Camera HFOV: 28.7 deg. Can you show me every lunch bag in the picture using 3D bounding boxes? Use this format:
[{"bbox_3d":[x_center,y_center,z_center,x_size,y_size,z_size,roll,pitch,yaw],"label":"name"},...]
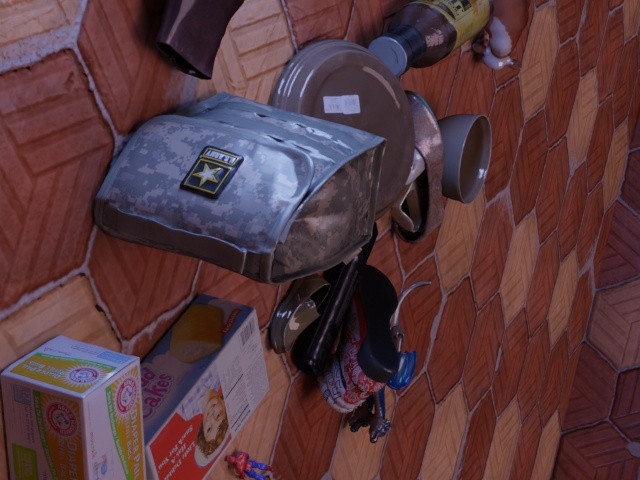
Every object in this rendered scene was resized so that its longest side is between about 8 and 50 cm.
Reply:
[{"bbox_3d":[-0.091,-0.055,1.457,0.287,0.235,0.169,-35,137,-57],"label":"lunch bag"}]

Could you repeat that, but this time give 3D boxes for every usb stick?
[{"bbox_3d":[0.028,0.083,2.004,0.077,0.045,0.278,71,38,-61],"label":"usb stick"}]

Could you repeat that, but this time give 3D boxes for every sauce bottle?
[{"bbox_3d":[0.181,-0.347,2.050,0.344,0.111,0.111,-44,139,-53],"label":"sauce bottle"}]

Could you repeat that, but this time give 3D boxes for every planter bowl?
[{"bbox_3d":[0.229,-0.154,2.243,0.162,0.109,0.162,-41,137,-53],"label":"planter bowl"}]

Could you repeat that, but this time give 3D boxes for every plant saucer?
[{"bbox_3d":[0.042,-0.153,1.795,0.278,0.041,0.277,3,86,-42],"label":"plant saucer"}]

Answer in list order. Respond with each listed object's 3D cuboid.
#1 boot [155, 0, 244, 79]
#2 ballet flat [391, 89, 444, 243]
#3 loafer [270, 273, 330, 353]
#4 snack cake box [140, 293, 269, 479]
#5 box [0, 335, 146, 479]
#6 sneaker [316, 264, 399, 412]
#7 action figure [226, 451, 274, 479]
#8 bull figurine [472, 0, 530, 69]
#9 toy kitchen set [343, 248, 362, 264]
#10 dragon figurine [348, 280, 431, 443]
[{"bbox_3d":[-0.142,-0.315,1.401,0.248,0.090,0.206,46,57,-65],"label":"boot"},{"bbox_3d":[0.153,-0.109,2.118,0.106,0.108,0.316,-50,144,-29],"label":"ballet flat"},{"bbox_3d":[-0.030,0.107,1.882,0.148,0.050,0.056,-65,152,-25],"label":"loafer"},{"bbox_3d":[-0.171,0.212,1.586,0.264,0.089,0.152,-52,147,-43],"label":"snack cake box"},{"bbox_3d":[-0.265,0.223,1.361,0.103,0.114,0.203,-37,132,-56],"label":"box"},{"bbox_3d":[0.055,0.163,2.058,0.145,0.090,0.270,-47,-155,28],"label":"sneaker"},{"bbox_3d":[-0.107,0.337,1.852,0.115,0.030,0.038,44,56,-56],"label":"action figure"},{"bbox_3d":[0.345,-0.468,2.360,0.310,0.101,0.188,70,36,-53],"label":"bull figurine"},{"bbox_3d":[0.000,0.000,1.846,0.068,0.083,0.075,-43,118,-5],"label":"toy kitchen set"},{"bbox_3d":[0.116,0.209,2.198,0.289,0.085,0.144,-64,152,-26],"label":"dragon figurine"}]
